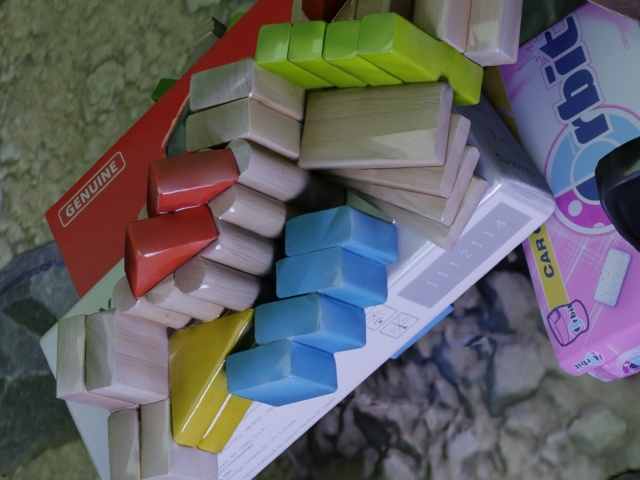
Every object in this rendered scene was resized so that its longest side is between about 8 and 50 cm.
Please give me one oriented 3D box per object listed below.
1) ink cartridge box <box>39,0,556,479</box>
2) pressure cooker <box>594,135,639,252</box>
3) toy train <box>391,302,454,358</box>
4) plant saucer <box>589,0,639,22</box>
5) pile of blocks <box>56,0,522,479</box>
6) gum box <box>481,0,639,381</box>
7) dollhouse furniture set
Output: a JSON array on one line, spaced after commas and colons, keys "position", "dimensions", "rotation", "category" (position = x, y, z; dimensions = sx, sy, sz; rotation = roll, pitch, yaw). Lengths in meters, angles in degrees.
[{"position": [-0.046, -0.022, 0.996], "dimensions": [0.296, 0.066, 0.261], "rotation": [-43, 54, 19], "category": "ink cartridge box"}, {"position": [0.319, -0.007, 0.545], "dimensions": [0.375, 0.369, 0.421], "rotation": [127, 139, -59], "category": "pressure cooker"}, {"position": [0.000, 0.000, 1.050], "dimensions": [0.105, 0.080, 0.184], "rotation": [-40, 55, 18], "category": "toy train"}, {"position": [0.204, -0.253, 0.822], "dimensions": [0.310, 0.050, 0.311], "rotation": [-1, 85, 7], "category": "plant saucer"}, {"position": [-0.020, -0.026, 0.861], "dimensions": [0.149, 0.112, 0.362], "rotation": [30, 95, 38], "category": "pile of blocks"}, {"position": [0.161, -0.027, 0.914], "dimensions": [0.107, 0.062, 0.188], "rotation": [-32, 60, 34], "category": "gum box"}, {"position": [-0.048, -0.141, 1.161], "dimensions": [0.076, 0.058, 0.152], "rotation": [10, 67, 51], "category": "dollhouse furniture set"}]
